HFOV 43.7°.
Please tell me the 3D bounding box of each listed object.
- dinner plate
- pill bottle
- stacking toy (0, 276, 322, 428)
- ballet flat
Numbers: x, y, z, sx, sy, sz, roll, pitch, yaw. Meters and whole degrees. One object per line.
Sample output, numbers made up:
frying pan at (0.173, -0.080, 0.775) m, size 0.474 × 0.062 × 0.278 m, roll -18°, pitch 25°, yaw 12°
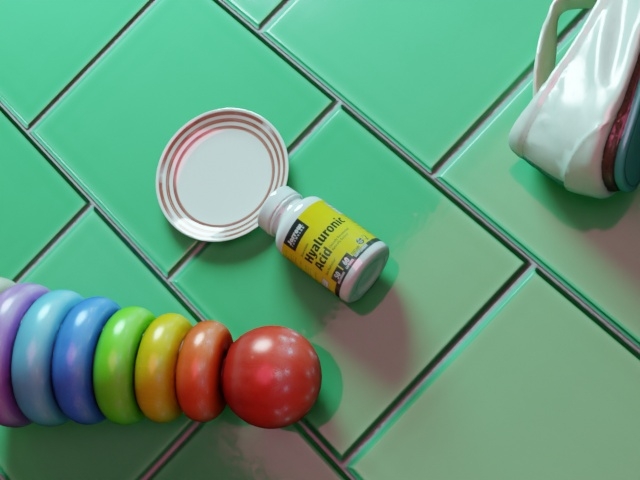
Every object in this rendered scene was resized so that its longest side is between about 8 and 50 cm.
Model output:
dinner plate at (-0.098, -0.065, 0.800) m, size 0.141 × 0.017 × 0.141 m, roll -4°, pitch 74°, yaw 12°
pill bottle at (0.000, 0.000, 0.732) m, size 0.116 × 0.065 × 0.065 m, roll 35°, pitch 86°, yaw 21°
stacking toy at (-0.162, 0.108, 0.718) m, size 0.330 × 0.141 × 0.141 m, roll 2°, pitch 76°, yaw 8°
ballet flat at (0.278, -0.229, 0.703) m, size 0.139 × 0.139 × 0.400 m, roll 24°, pitch 83°, yaw 19°
